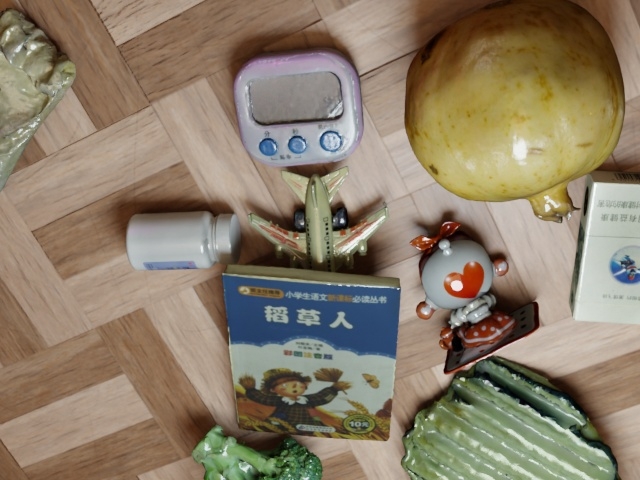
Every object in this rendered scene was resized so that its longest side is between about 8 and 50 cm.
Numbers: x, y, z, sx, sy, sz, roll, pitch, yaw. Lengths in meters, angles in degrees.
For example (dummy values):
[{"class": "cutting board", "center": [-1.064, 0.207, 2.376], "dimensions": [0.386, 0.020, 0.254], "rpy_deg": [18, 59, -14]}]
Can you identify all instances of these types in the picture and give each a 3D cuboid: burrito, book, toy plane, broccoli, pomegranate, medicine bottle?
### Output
[{"class": "burrito", "center": [-0.550, -0.219, 1.609], "dimensions": [0.175, 0.107, 0.347], "rpy_deg": [39, 112, 7]}, {"class": "book", "center": [-0.014, 0.214, 1.697], "dimensions": [0.300, 0.039, 0.427], "rpy_deg": [4, 132, 5]}, {"class": "toy plane", "center": [0.000, 0.000, 1.633], "dimensions": [0.242, 0.104, 0.256], "rpy_deg": [-3, 113, 6]}, {"class": "broccoli", "center": [-0.131, 0.471, 1.785], "dimensions": [0.270, 0.270, 0.270], "rpy_deg": [43, 112, -1]}, {"class": "pomegranate", "center": [0.290, -0.183, 1.391], "dimensions": [0.343, 0.342, 0.342], "rpy_deg": [3, 114, 6]}, {"class": "medicine bottle", "center": [-0.240, 0.000, 1.663], "dimensions": [0.187, 0.102, 0.102], "rpy_deg": [-2, 113, 8]}]

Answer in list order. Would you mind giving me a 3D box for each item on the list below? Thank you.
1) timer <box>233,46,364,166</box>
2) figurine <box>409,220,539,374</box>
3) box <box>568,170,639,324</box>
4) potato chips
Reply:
[{"class": "timer", "center": [-0.034, -0.220, 1.558], "dimensions": [0.209, 0.069, 0.190], "rpy_deg": [-3, 113, 10]}, {"class": "figurine", "center": [0.240, 0.078, 1.624], "dimensions": [0.184, 0.160, 0.226], "rpy_deg": [-30, 98, 18]}, {"class": "box", "center": [0.520, 0.014, 1.591], "dimensions": [0.164, 0.069, 0.256], "rpy_deg": [4, 113, 6]}, {"class": "potato chips", "center": [0.363, 0.426, 1.729], "dimensions": [0.429, 0.070, 0.358], "rpy_deg": [30, 107, 12]}]
